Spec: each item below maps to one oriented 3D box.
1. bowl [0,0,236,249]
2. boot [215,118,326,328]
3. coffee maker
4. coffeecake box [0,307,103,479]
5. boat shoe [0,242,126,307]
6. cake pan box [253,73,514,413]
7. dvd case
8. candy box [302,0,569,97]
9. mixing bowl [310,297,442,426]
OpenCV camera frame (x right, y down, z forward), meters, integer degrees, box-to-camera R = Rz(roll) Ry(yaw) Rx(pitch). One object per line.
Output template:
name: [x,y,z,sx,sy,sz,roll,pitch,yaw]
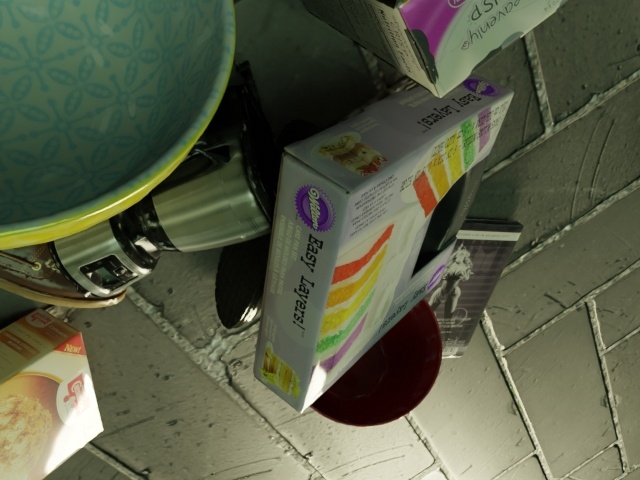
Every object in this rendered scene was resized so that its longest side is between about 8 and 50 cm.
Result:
bowl: [-0.212,-0.115,0.387,0.290,0.289,0.156,-5,166,-22]
boot: [0.000,0.000,0.639,0.161,0.083,0.246,11,118,-37]
coffee maker: [-0.126,-0.050,0.514,0.178,0.171,0.120,-17,123,8]
coffeecake box: [-0.305,0.174,0.558,0.185,0.068,0.142,-39,141,-45]
boat shoe: [-0.258,0.002,0.519,0.207,0.073,0.073,17,115,-33]
cake pan box: [0.057,-0.008,0.548,0.267,0.070,0.245,-33,148,-43]
dvd case: [0.156,0.068,0.794,0.165,0.018,0.221,2,121,-25]
candy box: [0.077,-0.211,0.429,0.159,0.233,0.071,-38,130,1]
mixing bowl: [0.039,0.128,0.703,0.182,0.181,0.098,-17,160,-14]
